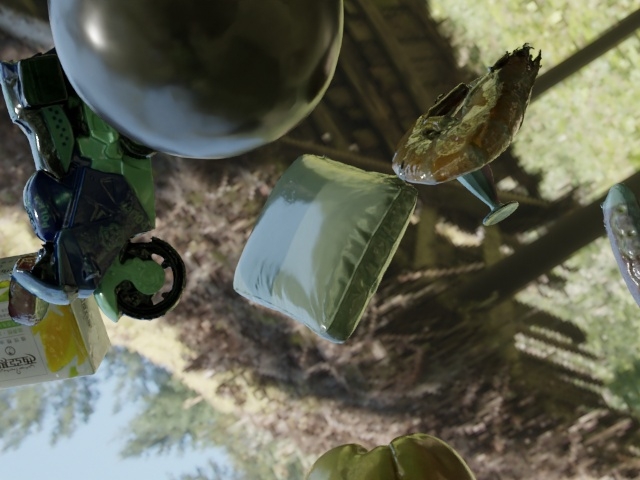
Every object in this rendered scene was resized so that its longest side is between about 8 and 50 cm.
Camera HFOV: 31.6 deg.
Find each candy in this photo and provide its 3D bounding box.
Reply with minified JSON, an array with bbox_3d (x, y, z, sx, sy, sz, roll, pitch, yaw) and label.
[{"bbox_3d":[-0.417,0.071,1.627,0.103,0.043,0.103,7,-90,-90],"label":"candy"}]

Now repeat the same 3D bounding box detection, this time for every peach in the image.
[{"bbox_3d":[0.068,0.271,1.053,0.184,0.184,0.184,51,-163,-23],"label":"peach"}]

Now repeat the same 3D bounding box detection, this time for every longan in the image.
[{"bbox_3d":[-0.103,-0.188,0.939,0.258,0.258,0.258,51,-163,-23],"label":"longan"}]

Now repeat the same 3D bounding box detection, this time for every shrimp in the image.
[{"bbox_3d":[0.144,-0.121,1.081,0.053,0.133,0.236,52,-134,-18],"label":"shrimp"}]

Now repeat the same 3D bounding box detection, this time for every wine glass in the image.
[{"bbox_3d":[0.251,-0.104,1.808,0.155,0.073,0.073,58,-165,18],"label":"wine glass"}]

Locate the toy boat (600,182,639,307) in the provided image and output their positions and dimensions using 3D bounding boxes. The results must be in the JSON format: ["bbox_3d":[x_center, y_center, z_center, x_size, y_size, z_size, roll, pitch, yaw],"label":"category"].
[{"bbox_3d":[0.472,0.018,1.507,0.155,0.085,0.227,-6,-109,-37],"label":"toy boat"}]

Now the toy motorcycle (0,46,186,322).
[{"bbox_3d":[-0.272,-0.057,1.272,0.125,0.196,0.331,-10,96,66],"label":"toy motorcycle"}]

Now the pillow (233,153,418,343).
[{"bbox_3d":[0.000,0.000,1.657,0.120,0.255,0.322,28,178,-31],"label":"pillow"}]

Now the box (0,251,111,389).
[{"bbox_3d":[-0.498,0.131,1.842,0.111,0.260,0.194,-81,-22,-66],"label":"box"}]
